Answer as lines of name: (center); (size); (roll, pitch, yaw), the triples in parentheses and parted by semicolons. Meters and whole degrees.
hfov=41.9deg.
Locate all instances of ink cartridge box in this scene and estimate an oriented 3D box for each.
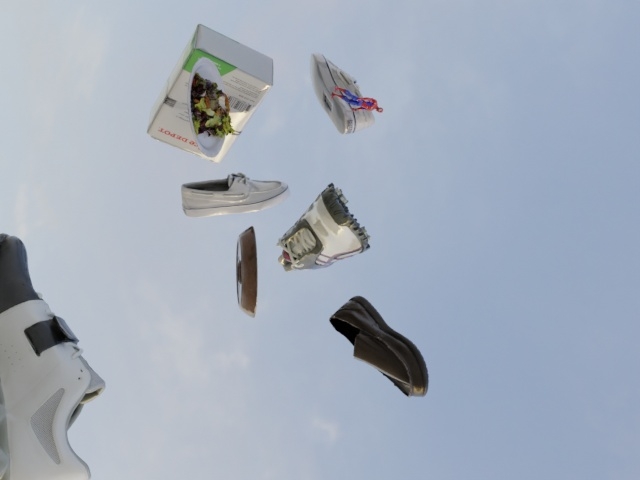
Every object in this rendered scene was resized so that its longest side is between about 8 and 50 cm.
ink cartridge box: (-0.276, -0.356, 2.068); (0.289, 0.211, 0.121); (-49, -150, 37)

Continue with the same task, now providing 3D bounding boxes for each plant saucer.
plant saucer: (-0.135, 0.057, 1.514); (0.168, 0.029, 0.168); (180, -90, -79)

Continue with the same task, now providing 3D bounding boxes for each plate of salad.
plate of salad: (-0.216, -0.267, 1.682); (0.048, 0.200, 0.199); (0, -102, 16)

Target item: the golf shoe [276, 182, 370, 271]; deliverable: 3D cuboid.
golf shoe: (0.000, 0.000, 1.249); (0.105, 0.120, 0.273); (59, -9, 9)

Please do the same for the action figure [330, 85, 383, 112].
action figure: (0.080, -0.296, 1.785); (0.038, 0.115, 0.030); (117, -14, -48)

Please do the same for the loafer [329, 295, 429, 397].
loafer: (0.089, 0.179, 1.338); (0.220, 0.078, 0.080); (44, -36, 42)

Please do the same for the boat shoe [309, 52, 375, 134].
boat shoe: (0.049, -0.351, 1.954); (0.267, 0.088, 0.096); (-118, -157, -43)

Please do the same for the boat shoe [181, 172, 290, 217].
boat shoe: (-0.200, -0.116, 1.970); (0.095, 0.258, 0.084); (-117, -162, -59)

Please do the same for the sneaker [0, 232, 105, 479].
sneaker: (-0.337, 0.147, 1.003); (0.122, 0.146, 0.330); (129, -44, -57)
